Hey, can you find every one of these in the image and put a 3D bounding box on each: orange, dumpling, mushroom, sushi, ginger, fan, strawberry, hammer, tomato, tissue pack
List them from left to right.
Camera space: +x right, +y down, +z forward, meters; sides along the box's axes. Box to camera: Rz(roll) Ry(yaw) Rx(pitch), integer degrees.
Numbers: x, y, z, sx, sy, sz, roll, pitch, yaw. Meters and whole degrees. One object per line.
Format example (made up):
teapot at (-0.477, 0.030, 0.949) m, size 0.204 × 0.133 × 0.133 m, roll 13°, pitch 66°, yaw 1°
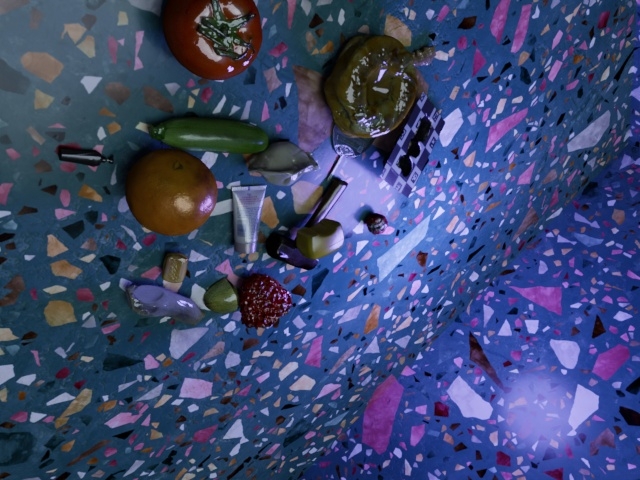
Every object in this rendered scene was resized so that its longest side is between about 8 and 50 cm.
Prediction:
mushroom at (-0.546, 0.232, 1.716) m, size 0.109 × 0.097 × 0.351 m, roll -53°, pitch 140°, yaw 6°
orange at (-0.434, -0.141, 1.413) m, size 0.261 × 0.261 × 0.261 m, roll -21°, pitch 131°, yaw -26°
tomato at (-0.279, -0.553, 1.258) m, size 0.256 × 0.224 × 0.255 m, roll -17°, pitch 127°, yaw -25°
strawberry at (-0.233, 0.222, 1.891) m, size 0.234 × 0.234 × 0.178 m, roll -34°, pitch 121°, yaw -15°
dumpling at (-0.119, -0.254, 1.633) m, size 0.258 × 0.193 × 0.146 m, roll -14°, pitch 124°, yaw -28°
hammer at (-0.022, -0.073, 1.925) m, size 0.242 × 0.095 × 0.408 m, roll 31°, pitch 96°, yaw -47°
tissue pack at (0.000, 0.000, 1.848) m, size 0.178 × 0.123 × 0.127 m, roll -24°, pitch 120°, yaw -32°
fan at (0.130, -0.380, 1.879) m, size 0.223 × 0.012 × 0.294 m, roll -16°, pitch 129°, yaw -32°
strawberry at (0.250, -0.075, 2.149) m, size 0.106 × 0.106 × 0.106 m, roll -21°, pitch 131°, yaw -26°
sushi at (0.349, -0.397, 1.997) m, size 0.296 × 0.100 × 0.372 m, roll 23°, pitch 94°, yaw -55°
ginger at (0.367, -0.691, 1.814) m, size 0.174 × 0.051 × 0.069 m, roll -20°, pitch 127°, yaw -30°

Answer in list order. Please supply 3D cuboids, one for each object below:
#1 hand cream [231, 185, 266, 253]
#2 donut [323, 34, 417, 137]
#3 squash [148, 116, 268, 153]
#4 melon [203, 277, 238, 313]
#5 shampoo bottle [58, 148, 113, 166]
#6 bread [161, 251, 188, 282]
hand cream at (-0.268, -0.078, 1.738) m, size 0.133 × 0.083 × 0.247 m, roll -6°, pitch 112°, yaw -37°
donut at (0.176, -0.528, 1.690) m, size 0.361 × 0.170 × 0.360 m, roll -16°, pitch 122°, yaw -28°
squash at (-0.323, -0.322, 1.483) m, size 0.395 × 0.107 × 0.107 m, roll -3°, pitch 122°, yaw -36°
melon at (-0.381, 0.238, 1.864) m, size 0.128 × 0.079 × 0.160 m, roll -19°, pitch 131°, yaw -22°
shampoo bottle at (-0.648, -0.230, 1.339) m, size 0.137 × 0.027 × 0.048 m, roll 2°, pitch 120°, yaw -40°
bread at (-0.504, 0.090, 1.671) m, size 0.082 × 0.056 × 0.115 m, roll 7°, pitch 114°, yaw -18°
